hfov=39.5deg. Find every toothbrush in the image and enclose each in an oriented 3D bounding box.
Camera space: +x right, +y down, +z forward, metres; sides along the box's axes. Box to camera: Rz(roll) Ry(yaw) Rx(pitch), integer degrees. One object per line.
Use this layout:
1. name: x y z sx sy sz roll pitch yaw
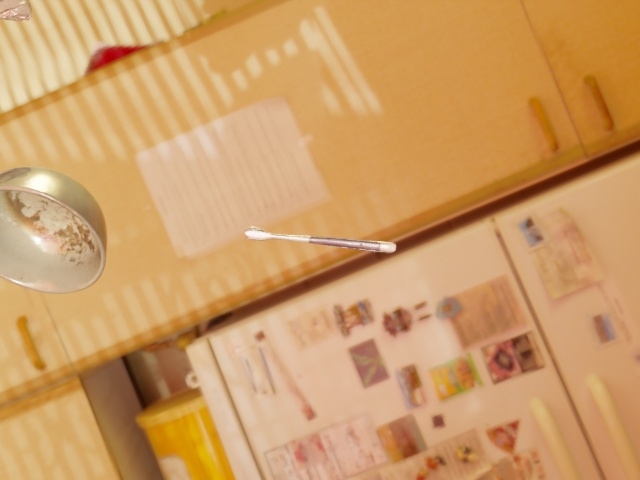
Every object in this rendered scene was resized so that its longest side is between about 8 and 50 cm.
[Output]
1. toothbrush: 0.000 0.000 1.684 0.026 0.288 0.024 -93 9 -74

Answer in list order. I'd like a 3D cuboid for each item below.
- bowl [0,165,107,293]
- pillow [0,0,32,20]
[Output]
1. bowl: -0.534 -0.043 1.723 0.146 0.289 0.289 -79 -26 -43
2. pillow: -0.742 -0.504 1.881 0.173 0.270 0.067 47 137 31
